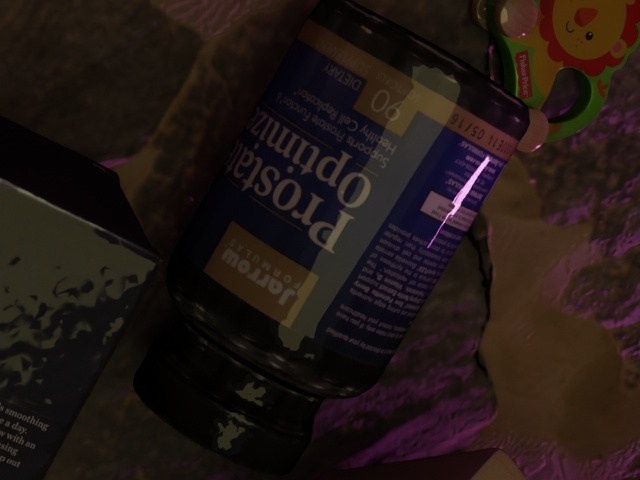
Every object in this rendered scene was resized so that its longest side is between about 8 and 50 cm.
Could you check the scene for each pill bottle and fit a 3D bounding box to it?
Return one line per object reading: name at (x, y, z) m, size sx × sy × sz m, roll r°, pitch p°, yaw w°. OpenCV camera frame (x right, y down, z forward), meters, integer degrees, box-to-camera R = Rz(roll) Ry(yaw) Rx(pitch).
pill bottle at (0.000, 0.000, 0.763) m, size 0.122 × 0.123 × 0.219 m, roll 28°, pitch 97°, yaw -22°

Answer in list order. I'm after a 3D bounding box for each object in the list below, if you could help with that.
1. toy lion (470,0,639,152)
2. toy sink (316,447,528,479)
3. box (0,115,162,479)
toy lion at (0.132, -0.106, 0.821) m, size 0.096 × 0.034 × 0.100 m, roll -15°, pitch 110°, yaw -20°
toy sink at (0.038, 0.210, 0.807) m, size 0.131 × 0.234 × 0.153 m, roll -43°, pitch 100°, yaw -31°
box at (-0.158, 0.035, 0.709) m, size 0.093 × 0.156 × 0.158 m, roll 27°, pitch 97°, yaw -21°
